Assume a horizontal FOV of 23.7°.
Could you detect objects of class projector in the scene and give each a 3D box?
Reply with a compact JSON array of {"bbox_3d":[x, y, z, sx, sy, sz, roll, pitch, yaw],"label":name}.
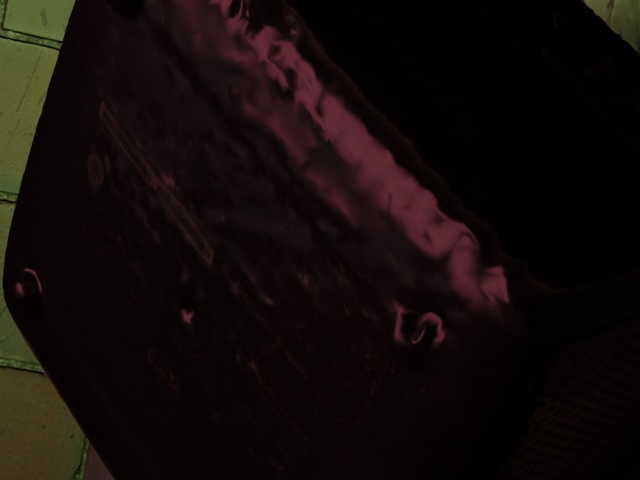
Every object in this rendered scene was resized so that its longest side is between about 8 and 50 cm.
[{"bbox_3d":[0.008,0.017,0.936,0.395,0.242,0.405,52,138,27],"label":"projector"}]
